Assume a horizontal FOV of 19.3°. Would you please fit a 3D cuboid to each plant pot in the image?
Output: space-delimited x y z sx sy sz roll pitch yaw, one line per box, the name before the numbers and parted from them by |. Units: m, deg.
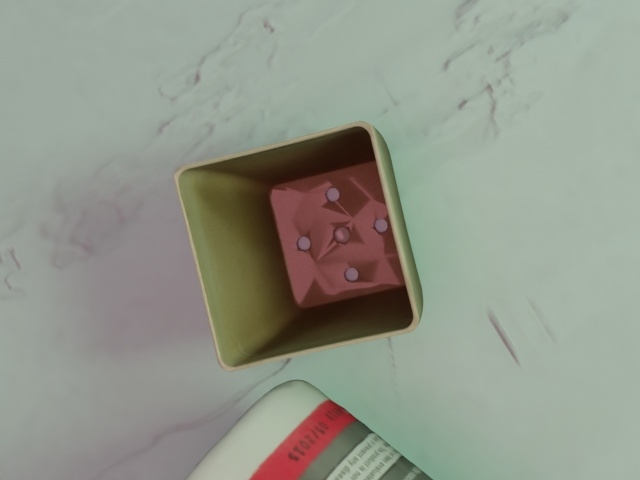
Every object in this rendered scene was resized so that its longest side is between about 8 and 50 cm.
plant pot | 0.000 0.000 0.995 0.109 0.096 0.109 -13 91 17

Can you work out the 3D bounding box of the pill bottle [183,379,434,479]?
pill bottle | 0.056 0.231 0.956 0.318 0.176 0.176 38 103 10
